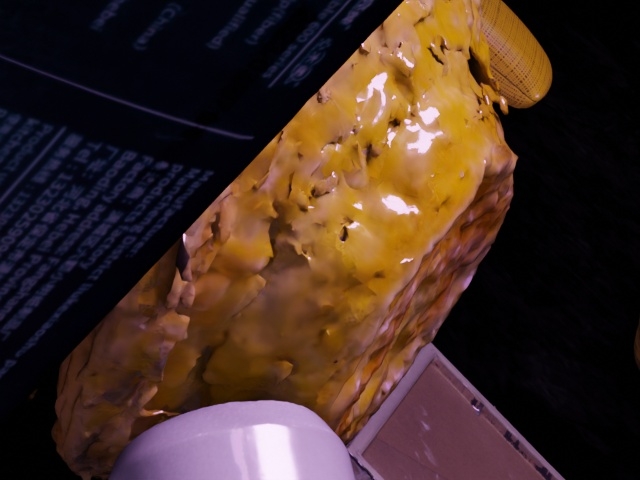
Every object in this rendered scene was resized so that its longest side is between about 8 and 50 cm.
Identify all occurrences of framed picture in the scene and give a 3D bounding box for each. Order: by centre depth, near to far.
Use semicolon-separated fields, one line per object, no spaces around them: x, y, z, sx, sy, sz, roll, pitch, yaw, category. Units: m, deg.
0.123;0.179;1.100;0.250;0.016;0.184;45;24;0;framed picture

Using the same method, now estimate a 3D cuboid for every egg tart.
0.000;0.000;0.848;0.123;0.294;0.294;32;22;10;egg tart

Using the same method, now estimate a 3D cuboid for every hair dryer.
0.054;0.195;0.835;0.357;0.107;0.173;25;45;-46;hair dryer

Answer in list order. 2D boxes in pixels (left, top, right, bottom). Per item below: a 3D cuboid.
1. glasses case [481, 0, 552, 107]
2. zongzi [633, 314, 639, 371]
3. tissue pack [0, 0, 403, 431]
0.102;-0.200;1.599;0.234;0.064;0.079;40;28;-13;glasses case
0.368;0.112;1.458;0.300;0.145;0.274;49;27;-8;zongzi
-0.146;-0.120;0.645;0.264;0.416;0.253;16;37;-48;tissue pack
